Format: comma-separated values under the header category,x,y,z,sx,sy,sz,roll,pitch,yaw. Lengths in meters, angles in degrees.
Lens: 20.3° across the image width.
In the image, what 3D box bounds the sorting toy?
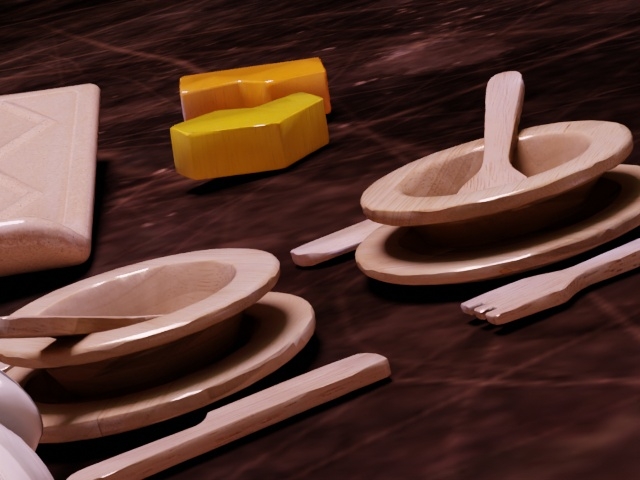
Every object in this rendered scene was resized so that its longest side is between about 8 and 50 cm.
category,x,y,z,sx,sy,sz,roll,pitch,yaw
sorting toy,-0.143,-0.015,0.690,0.307,0.041,0.229,-8,18,-2

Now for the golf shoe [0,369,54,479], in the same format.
category,x,y,z,sx,sy,sz,roll,pitch,yaw
golf shoe,-0.130,0.067,0.296,0.176,0.069,0.086,-18,20,-4

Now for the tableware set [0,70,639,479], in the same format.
category,x,y,z,sx,sy,sz,roll,pitch,yaw
tableware set,0.000,0.000,0.466,0.194,0.039,0.128,-21,15,-21
